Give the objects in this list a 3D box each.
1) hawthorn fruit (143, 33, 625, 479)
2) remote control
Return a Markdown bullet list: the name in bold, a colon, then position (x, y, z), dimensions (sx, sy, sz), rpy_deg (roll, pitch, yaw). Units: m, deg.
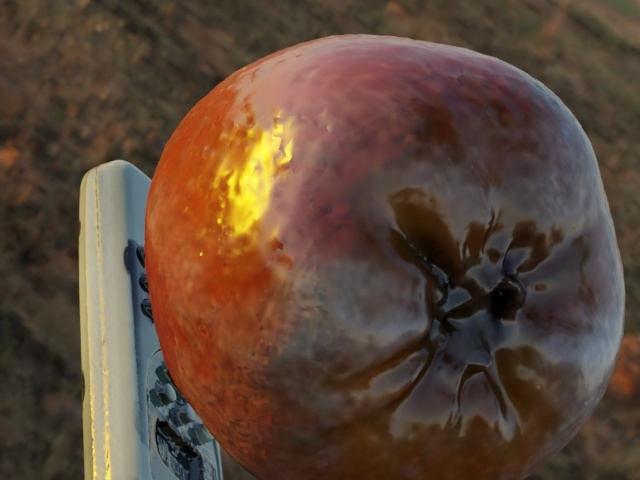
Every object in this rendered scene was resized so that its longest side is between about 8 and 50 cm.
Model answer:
- **hawthorn fruit**: position (0.011, 0.012, 0.835), dimensions (0.263, 0.231, 0.235), rpy_deg (9, -40, 24)
- **remote control**: position (-0.114, 0.083, 1.179), dimensions (0.140, 0.056, 0.296), rpy_deg (56, 20, -47)
